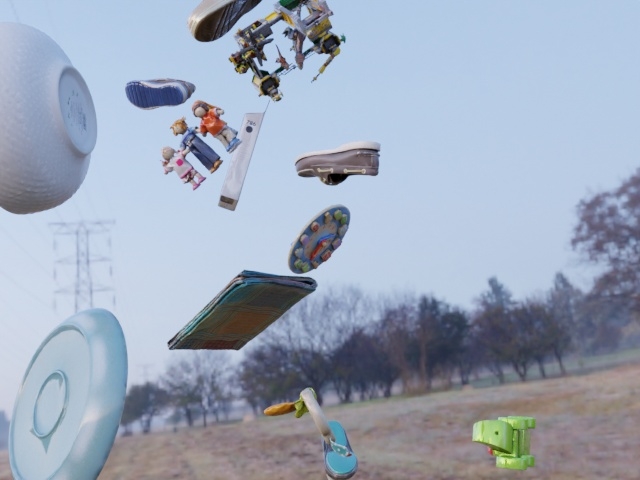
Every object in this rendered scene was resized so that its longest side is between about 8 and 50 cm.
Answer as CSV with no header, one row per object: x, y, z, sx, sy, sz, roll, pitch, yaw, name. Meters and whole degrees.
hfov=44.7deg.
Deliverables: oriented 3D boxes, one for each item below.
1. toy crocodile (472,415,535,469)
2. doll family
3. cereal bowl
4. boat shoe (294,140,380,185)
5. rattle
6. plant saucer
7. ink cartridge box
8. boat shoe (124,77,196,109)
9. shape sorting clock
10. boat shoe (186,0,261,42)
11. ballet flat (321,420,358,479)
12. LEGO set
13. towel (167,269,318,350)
0.429,0.458,1.778,0.105,0.115,0.340,-1,-13,23,toy crocodile
-0.306,-0.263,2.002,0.263,0.163,0.118,-42,2,34,doll family
-0.492,-0.221,1.370,0.141,0.339,0.339,-9,-14,7,cereal bowl
0.042,-0.210,2.226,0.116,0.097,0.324,3,-7,-44,boat shoe
-0.029,0.484,1.953,0.142,0.200,0.130,-25,-1,-21,rattle
-0.396,0.251,1.184,0.043,0.318,0.317,24,-29,-39,plant saucer
-0.236,-0.265,2.374,0.065,0.333,0.165,18,-13,-7,ink cartridge box
-0.354,-0.327,1.727,0.183,0.066,0.066,11,30,31,boat shoe
0.000,0.000,1.894,0.206,0.040,0.206,-40,-23,-21,shape sorting clock
-0.218,-0.538,1.724,0.098,0.302,0.109,35,-41,2,boat shoe
0.052,0.618,2.196,0.095,0.096,0.280,3,17,-4,ballet flat
-0.072,-0.528,2.135,0.331,0.192,0.255,-29,-52,-11,LEGO set
-0.210,0.201,2.096,0.271,0.040,0.370,9,-40,-44,towel
